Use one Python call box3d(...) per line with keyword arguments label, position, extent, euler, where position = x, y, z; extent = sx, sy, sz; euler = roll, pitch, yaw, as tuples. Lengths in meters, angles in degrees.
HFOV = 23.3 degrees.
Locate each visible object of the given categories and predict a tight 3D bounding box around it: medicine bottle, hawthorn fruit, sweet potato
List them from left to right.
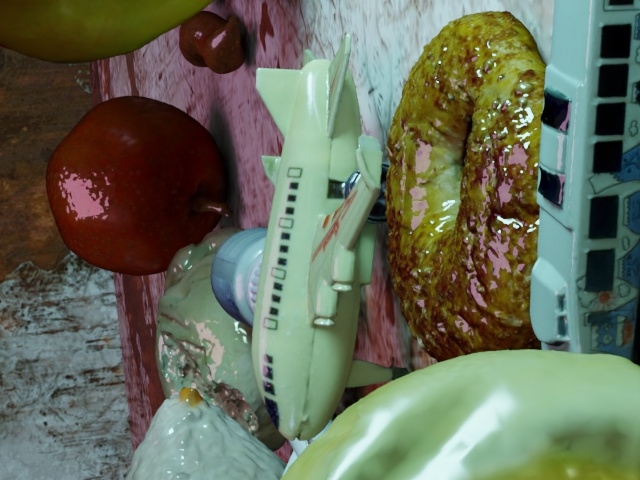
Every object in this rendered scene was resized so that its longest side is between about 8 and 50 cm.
box3d(label="hawthorn fruit", position=(-0.171, -0.050, 1.614), extent=(0.225, 0.197, 0.196), euler=(14, 113, 44))
box3d(label="sweet potato", position=(-0.106, -0.190, 1.484), extent=(0.202, 0.058, 0.055), euler=(-146, 72, -74))
box3d(label="medicine bottle", position=(-0.031, 0.034, 1.198), extent=(0.203, 0.083, 0.083), euler=(-165, 69, -78))

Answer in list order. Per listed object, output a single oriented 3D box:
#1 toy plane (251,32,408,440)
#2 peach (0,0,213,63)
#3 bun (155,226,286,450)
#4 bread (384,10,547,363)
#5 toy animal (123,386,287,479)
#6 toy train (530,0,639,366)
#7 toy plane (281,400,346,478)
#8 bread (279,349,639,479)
box3d(label="toy plane", position=(0.000, 0.000, 1.004), extent=(0.242, 0.104, 0.256), euler=(-173, 77, -74))
box3d(label="peach", position=(-0.197, -0.326, 1.168), extent=(0.370, 0.370, 0.370), euler=(174, 90, -77))
box3d(label="bun", position=(-0.094, 0.097, 1.431), extent=(0.237, 0.116, 0.209), euler=(-138, 44, -74))
box3d(label="bread", position=(0.076, -0.019, 0.760), extent=(0.193, 0.064, 0.193), euler=(177, 90, -76))
box3d(label="toy animal", position=(-0.061, 0.288, 1.172), extent=(0.226, 0.188, 0.358), euler=(-37, -72, -78))
box3d(label="toy train", position=(0.112, -0.011, 0.638), extent=(0.043, 0.047, 0.207), euler=(-125, 33, -67))
box3d(label="toy plane", position=(-0.011, 0.125, 1.172), extent=(0.171, 0.066, 0.162), euler=(-98, -14, -54))
box3d(label="bread", position=(0.095, 0.189, 0.455), extent=(0.341, 0.210, 0.300), euler=(104, 145, -55))
